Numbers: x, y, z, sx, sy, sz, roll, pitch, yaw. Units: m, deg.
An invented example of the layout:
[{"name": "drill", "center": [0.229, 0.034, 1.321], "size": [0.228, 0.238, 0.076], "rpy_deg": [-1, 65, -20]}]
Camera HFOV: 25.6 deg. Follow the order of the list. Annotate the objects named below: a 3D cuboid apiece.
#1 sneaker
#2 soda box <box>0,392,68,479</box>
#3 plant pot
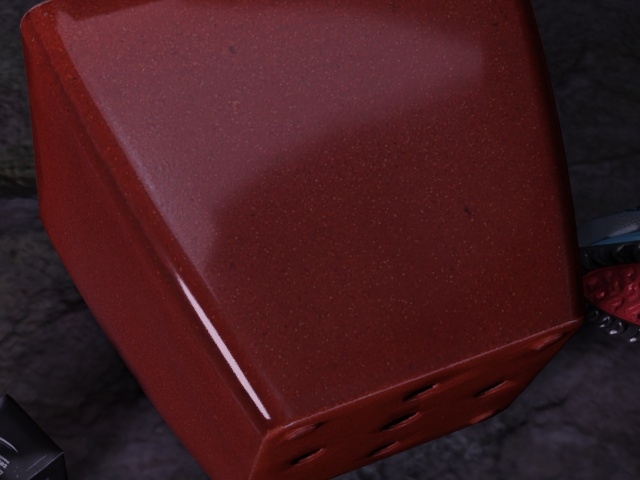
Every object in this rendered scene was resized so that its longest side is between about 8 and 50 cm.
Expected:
[{"name": "sneaker", "center": [0.260, -0.013, 0.921], "size": [0.262, 0.104, 0.125], "rpy_deg": [-9, 46, -20]}, {"name": "soda box", "center": [-0.220, 0.163, 0.775], "size": [0.053, 0.060, 0.169], "rpy_deg": [40, 62, 21]}, {"name": "plant pot", "center": [0.000, 0.000, 0.800], "size": [0.267, 0.267, 0.236], "rpy_deg": [-18, 71, -16]}]
